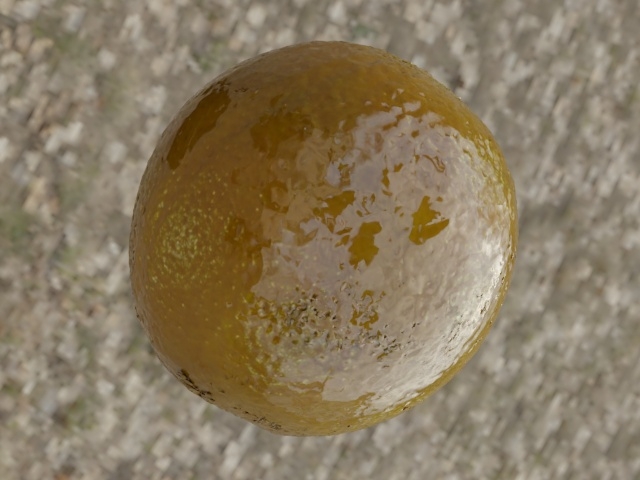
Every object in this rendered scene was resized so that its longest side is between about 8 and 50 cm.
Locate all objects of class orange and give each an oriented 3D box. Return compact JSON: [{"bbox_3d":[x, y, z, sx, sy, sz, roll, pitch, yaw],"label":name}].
[{"bbox_3d":[0.000,0.000,1.133,0.274,0.274,0.274,-32,136,-37],"label":"orange"}]
